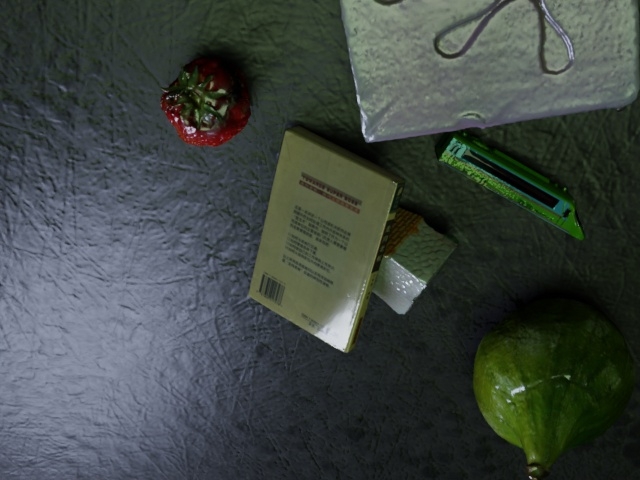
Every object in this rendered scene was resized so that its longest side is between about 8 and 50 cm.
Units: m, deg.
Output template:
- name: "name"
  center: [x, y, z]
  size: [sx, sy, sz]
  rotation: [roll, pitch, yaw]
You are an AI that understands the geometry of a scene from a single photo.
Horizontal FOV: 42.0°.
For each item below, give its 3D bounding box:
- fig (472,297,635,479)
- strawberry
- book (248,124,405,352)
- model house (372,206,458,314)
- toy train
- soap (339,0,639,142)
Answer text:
- name: "fig"
  center: [0.287, 0.192, 1.005]
  size: [0.203, 0.235, 0.203]
  rotation: [3, 117, 6]
- name: "strawberry"
  center: [-0.124, -0.151, 0.929]
  size: [0.106, 0.106, 0.106]
  rotation: [1, 118, 2]
- name: "book"
  center: [0.000, 0.000, 0.985]
  size: [0.161, 0.026, 0.231]
  rotation: [29, 120, 26]
- name: "model house"
  center: [0.096, 0.020, 1.015]
  size: [0.100, 0.088, 0.101]
  rotation: [37, 149, 9]
- name: "toy train"
  center: [0.234, -0.068, 0.976]
  size: [0.209, 0.044, 0.042]
  rotation: [27, 114, -12]
- name: "soap"
  center: [0.164, -0.259, 0.845]
  size: [0.296, 0.107, 0.285]
  rotation: [-9, 118, 11]
